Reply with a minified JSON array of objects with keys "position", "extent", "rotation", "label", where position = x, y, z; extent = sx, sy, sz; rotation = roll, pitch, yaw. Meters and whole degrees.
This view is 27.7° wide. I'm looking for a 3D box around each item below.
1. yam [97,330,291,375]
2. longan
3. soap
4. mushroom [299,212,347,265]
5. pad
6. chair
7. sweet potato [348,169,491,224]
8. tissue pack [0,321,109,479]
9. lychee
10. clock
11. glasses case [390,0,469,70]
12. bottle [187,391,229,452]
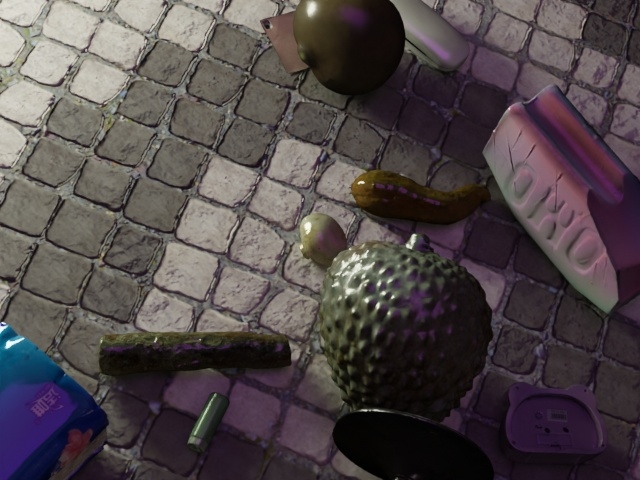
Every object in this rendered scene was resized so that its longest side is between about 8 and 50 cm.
[{"position":[-0.174,0.156,1.814],"extent":[0.274,0.061,0.061],"rotation":[0,61,-14],"label":"yam"},{"position":[0.046,-0.326,2.073],"extent":[0.189,0.189,0.189],"rotation":[6,60,-10],"label":"longan"},{"position":[0.393,-0.055,1.985],"extent":[0.109,0.193,0.324],"rotation":[-31,73,-24],"label":"soap"},{"position":[0.000,0.000,1.935],"extent":[0.067,0.083,0.084],"rotation":[-30,64,19],"label":"mushroom"},{"position":[0.004,-0.345,2.167],"extent":[0.187,0.006,0.113],"rotation":[-19,69,-22],"label":"pad"},{"position":[0.062,0.436,1.613],"extent":[0.226,0.226,0.401],"rotation":[21,60,-1],"label":"chair"},{"position":[0.160,-0.064,2.015],"extent":[0.233,0.062,0.081],"rotation":[6,59,-13],"label":"sweet potato"},{"position":[-0.428,0.263,1.647],"extent":[0.209,0.137,0.269],"rotation":[41,60,10],"label":"tissue pack"},{"position":[0.108,0.123,1.789],"extent":[0.255,0.255,0.274],"rotation":[19,88,-2],"label":"lychee"},{"position":[0.330,0.265,1.872],"extent":[0.152,0.050,0.110],"rotation":[4,60,-11],"label":"clock"},{"position":[0.166,-0.359,2.187],"extent":[0.193,0.049,0.074],"rotation":[40,60,12],"label":"glasses case"},{"position":[-0.154,0.250,1.781],"extent":[0.030,0.030,0.083],"rotation":[25,60,2],"label":"bottle"}]
